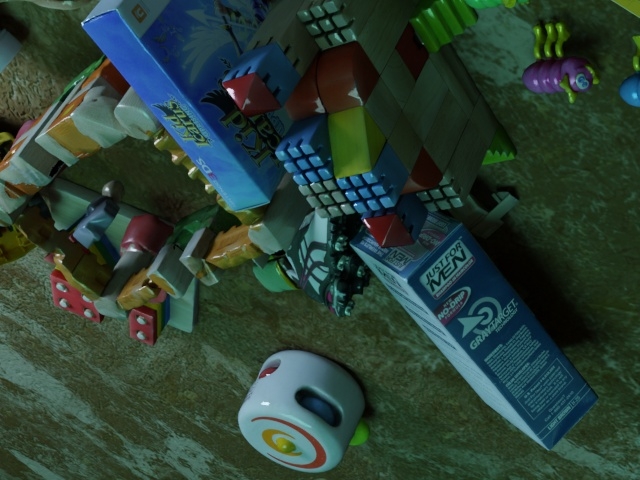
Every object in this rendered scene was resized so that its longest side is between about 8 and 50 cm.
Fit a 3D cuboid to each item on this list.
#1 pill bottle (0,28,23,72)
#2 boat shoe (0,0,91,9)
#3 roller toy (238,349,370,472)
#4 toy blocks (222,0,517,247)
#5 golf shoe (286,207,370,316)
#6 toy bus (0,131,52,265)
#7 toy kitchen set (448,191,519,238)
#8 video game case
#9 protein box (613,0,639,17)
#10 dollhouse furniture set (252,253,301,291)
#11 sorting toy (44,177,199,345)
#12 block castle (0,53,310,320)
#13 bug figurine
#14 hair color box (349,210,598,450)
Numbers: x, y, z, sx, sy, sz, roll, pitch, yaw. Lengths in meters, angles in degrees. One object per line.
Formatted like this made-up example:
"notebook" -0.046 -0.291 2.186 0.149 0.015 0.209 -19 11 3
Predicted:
"pill bottle" -0.509 -0.296 1.480 0.208 0.119 0.119 42 141 -19
"boat shoe" -0.383 -0.340 1.392 0.207 0.073 0.073 6 137 16
"roller toy" -0.036 0.291 1.859 0.209 0.146 0.191 7 138 26
"toy blocks" 0.053 -0.139 1.196 0.190 0.261 0.381 -9 130 39
"golf shoe" 0.000 0.000 1.531 0.120 0.105 0.273 24 144 19
"toy bus" -0.535 -0.094 1.715 0.211 0.149 0.220 42 153 38
"toy kitchen set" 0.198 -0.057 1.402 0.068 0.075 0.083 -43 149 15
"video game case" -0.102 -0.212 1.218 0.061 0.244 0.269 -11 129 40
"protein box" 0.287 -0.301 0.907 0.201 0.200 0.136 31 142 -4
"dollhouse furniture set" -0.097 0.042 1.673 0.076 0.059 0.152 -16 125 43
"sorting toy" -0.331 0.052 1.806 0.257 0.089 0.255 22 143 8
"block castle" -0.220 -0.095 1.464 0.303 0.213 0.453 42 141 -22
"bug figurine" 0.251 -0.215 1.097 0.279 0.072 0.216 47 157 -25
"hair color box" 0.204 0.106 1.463 0.347 0.105 0.174 48 173 -27
